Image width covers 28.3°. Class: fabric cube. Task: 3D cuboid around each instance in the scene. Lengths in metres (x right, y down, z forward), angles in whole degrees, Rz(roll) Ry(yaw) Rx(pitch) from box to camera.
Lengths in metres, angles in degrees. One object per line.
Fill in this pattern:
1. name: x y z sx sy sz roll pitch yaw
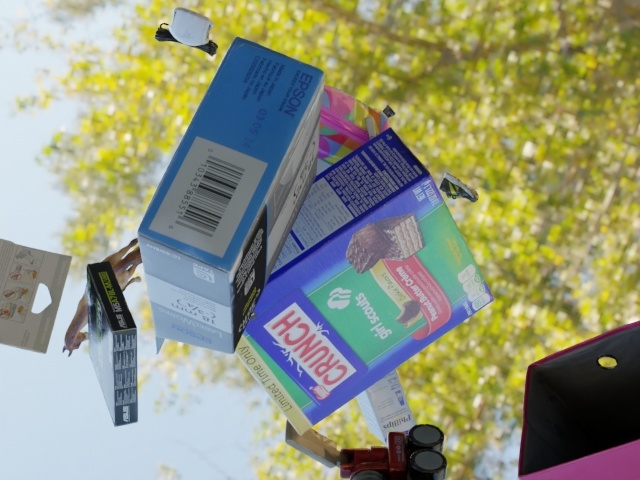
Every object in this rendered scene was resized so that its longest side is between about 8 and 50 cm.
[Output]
1. fabric cube: 0.506 0.330 2.081 0.258 0.254 0.259 45 -143 -25

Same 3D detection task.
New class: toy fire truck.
1. toy fire truck: 0.068 0.365 1.925 0.246 0.159 0.217 1 -150 1

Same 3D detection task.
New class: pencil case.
1. pencil case: -0.016 -0.164 1.610 0.236 0.104 0.104 22 -163 -29

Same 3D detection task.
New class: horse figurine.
1. horse figurine: -0.359 0.075 2.196 0.066 0.263 0.174 45 -137 4

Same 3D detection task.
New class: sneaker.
1. sneaker: 0.226 -0.079 2.074 0.031 0.035 0.083 21 -165 -43

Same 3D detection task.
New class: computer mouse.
1. computer mouse: -0.211 -0.326 2.002 0.106 0.042 0.193 21 176 -6

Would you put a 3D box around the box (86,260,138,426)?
1. box: -0.325 0.159 1.975 0.045 0.191 0.184 -7 -144 -18

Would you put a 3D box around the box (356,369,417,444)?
1. box: 0.119 0.308 2.441 0.072 0.137 0.126 -22 -173 -10

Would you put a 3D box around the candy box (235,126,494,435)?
1. candy box: 0.028 0.057 1.604 0.122 0.317 0.268 56 179 46

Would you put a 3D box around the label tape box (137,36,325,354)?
1. label tape box: -0.090 -0.018 1.347 0.105 0.334 0.241 21 -114 7

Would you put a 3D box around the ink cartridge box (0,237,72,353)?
1. ink cartridge box: -0.603 0.105 2.345 0.238 0.060 0.275 15 -141 -10

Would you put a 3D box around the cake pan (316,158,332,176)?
1. cake pan: 0.000 0.000 1.820 0.293 0.293 0.054 30 -158 29
